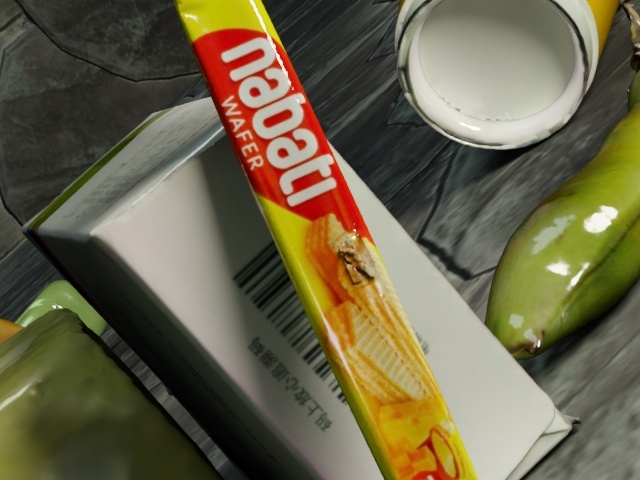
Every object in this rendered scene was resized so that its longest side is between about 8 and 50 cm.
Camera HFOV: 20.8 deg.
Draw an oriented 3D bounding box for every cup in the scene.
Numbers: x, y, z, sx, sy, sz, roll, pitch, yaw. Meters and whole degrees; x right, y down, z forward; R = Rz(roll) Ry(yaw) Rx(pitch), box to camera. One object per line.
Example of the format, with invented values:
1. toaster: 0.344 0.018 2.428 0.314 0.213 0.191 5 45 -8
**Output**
1. cup: 0.141 -0.191 1.270 0.196 0.196 0.279 -34 21 29

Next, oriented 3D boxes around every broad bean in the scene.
1. broad bean: 0.152 -0.030 0.887 0.075 0.067 0.325 3 30 25

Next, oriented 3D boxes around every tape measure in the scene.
1. tape measure: -0.269 0.112 1.655 0.154 0.087 0.177 -50 7 15

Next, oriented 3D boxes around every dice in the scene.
1. dice: -0.130 0.146 0.834 0.169 0.166 0.169 -42 11 -7

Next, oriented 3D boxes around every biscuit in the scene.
1. biscuit: 0.000 0.000 0.672 0.048 0.292 0.026 -24 -5 -9

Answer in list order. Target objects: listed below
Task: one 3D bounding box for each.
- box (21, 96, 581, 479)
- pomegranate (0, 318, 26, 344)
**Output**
1. box: -0.029 0.036 0.844 0.106 0.200 0.299 -43 11 -12
2. pomegranate: -0.218 0.149 1.093 0.207 0.207 0.207 -39 11 9
